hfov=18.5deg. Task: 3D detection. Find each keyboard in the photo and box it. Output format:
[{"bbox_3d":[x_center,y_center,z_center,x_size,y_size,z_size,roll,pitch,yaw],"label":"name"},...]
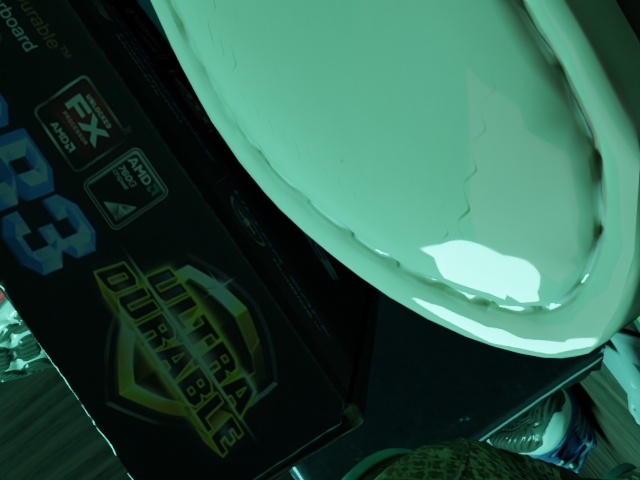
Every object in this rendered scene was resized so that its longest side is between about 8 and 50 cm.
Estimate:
[{"bbox_3d":[0.171,0.076,0.983,0.072,0.014,0.256,58,179,-2],"label":"keyboard"}]

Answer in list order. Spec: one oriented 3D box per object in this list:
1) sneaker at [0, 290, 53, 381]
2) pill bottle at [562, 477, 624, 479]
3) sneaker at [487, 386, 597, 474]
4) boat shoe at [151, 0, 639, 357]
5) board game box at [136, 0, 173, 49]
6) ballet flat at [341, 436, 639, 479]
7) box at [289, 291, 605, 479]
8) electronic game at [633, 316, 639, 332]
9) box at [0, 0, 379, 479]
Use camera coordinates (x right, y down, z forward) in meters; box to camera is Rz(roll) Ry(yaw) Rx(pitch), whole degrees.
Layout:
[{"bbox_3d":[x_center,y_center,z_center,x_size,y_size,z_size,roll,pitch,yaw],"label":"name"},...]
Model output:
[{"bbox_3d":[-0.160,0.013,1.164,0.279,0.107,0.118,119,128,-86],"label":"sneaker"},{"bbox_3d":[0.144,0.157,0.751,0.130,0.130,0.246,53,-161,24],"label":"pill bottle"},{"bbox_3d":[0.175,0.139,1.490,0.081,0.080,0.211,31,178,3],"label":"sneaker"},{"bbox_3d":[-0.001,-0.101,0.449,0.324,0.097,0.116,48,138,37],"label":"boat shoe"},{"bbox_3d":[-0.034,-0.128,0.637,0.210,0.047,0.160,53,-156,2],"label":"board game box"},{"bbox_3d":[0.156,0.205,1.043,0.182,0.164,0.483,28,-178,27],"label":"ballet flat"},{"bbox_3d":[0.000,0.000,1.161,0.296,0.183,0.294,55,180,4],"label":"box"},{"bbox_3d":[0.157,0.075,0.591,0.229,0.048,0.229,53,180,1],"label":"electronic game"},{"bbox_3d":[-0.090,-0.064,0.673,0.295,0.073,0.293,55,-174,-2],"label":"box"}]
